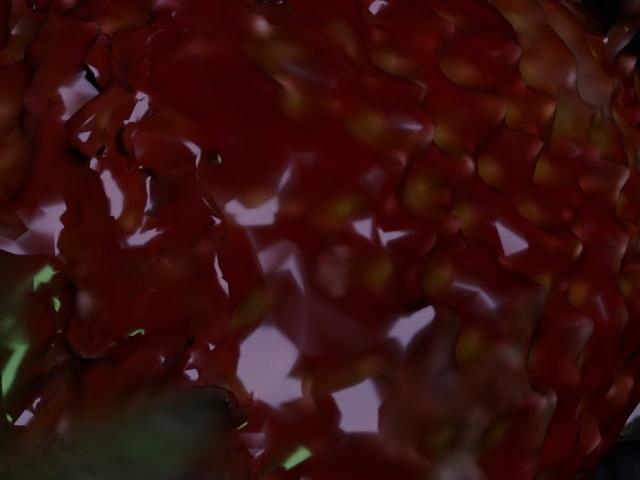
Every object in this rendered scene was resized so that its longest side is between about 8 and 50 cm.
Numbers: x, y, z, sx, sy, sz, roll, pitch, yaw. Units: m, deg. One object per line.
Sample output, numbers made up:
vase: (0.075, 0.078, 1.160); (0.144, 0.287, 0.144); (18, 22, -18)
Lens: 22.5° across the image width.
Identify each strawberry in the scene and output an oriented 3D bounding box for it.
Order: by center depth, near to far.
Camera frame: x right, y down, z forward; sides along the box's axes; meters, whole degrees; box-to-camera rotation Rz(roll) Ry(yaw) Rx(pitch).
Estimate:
strawberry: (0.001, -0.001, 0.546); (0.343, 0.292, 0.292); (-37, 81, -30)

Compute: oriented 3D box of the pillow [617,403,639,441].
pillow: (0.212, 0.041, 0.733); (0.203, 0.038, 0.113); (4, 62, -17)

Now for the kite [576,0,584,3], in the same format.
kite: (0.034, -0.124, 0.767); (0.321, 0.016, 0.234); (-3, 69, -19)
